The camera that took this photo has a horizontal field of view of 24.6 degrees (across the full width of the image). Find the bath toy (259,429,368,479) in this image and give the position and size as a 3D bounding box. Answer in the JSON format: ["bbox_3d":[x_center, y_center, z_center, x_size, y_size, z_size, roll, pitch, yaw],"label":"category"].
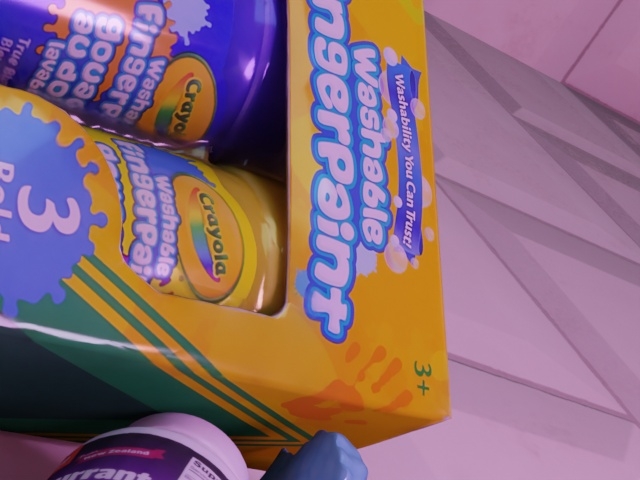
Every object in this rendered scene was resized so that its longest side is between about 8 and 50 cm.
[{"bbox_3d":[0.117,0.216,0.844,0.348,0.129,0.151,27,19,-24],"label":"bath toy"}]

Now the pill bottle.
[{"bbox_3d":[-0.091,0.151,0.679,0.108,0.108,0.193,34,17,0],"label":"pill bottle"}]

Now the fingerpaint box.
[{"bbox_3d":[-0.119,-0.120,0.833,0.371,0.163,0.444,16,62,-36],"label":"fingerpaint box"}]
